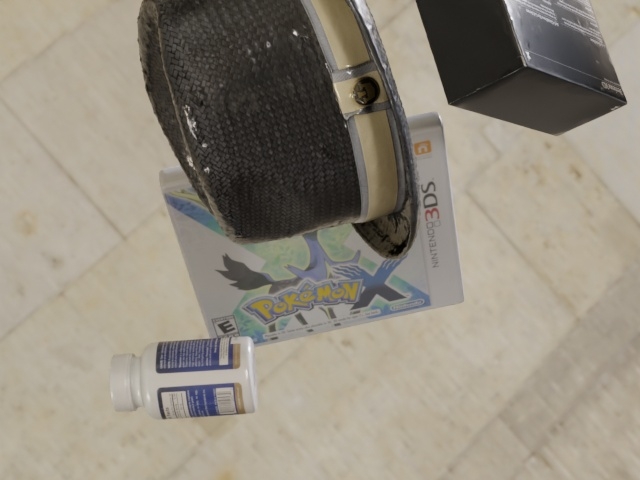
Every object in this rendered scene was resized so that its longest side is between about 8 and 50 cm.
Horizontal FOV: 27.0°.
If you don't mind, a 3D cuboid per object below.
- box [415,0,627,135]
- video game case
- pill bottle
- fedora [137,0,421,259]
[{"bbox_3d":[0.216,-0.228,1.454,0.103,0.184,0.261,-28,-19,30],"label":"box"},{"bbox_3d":[0.000,0.000,1.607,0.329,0.300,0.036,-12,44,1],"label":"video game case"},{"bbox_3d":[-0.115,0.118,1.135,0.120,0.067,0.067,-4,4,1],"label":"pill bottle"},{"bbox_3d":[-0.050,-0.114,1.063,0.152,0.334,0.334,-24,-1,-11],"label":"fedora"}]
